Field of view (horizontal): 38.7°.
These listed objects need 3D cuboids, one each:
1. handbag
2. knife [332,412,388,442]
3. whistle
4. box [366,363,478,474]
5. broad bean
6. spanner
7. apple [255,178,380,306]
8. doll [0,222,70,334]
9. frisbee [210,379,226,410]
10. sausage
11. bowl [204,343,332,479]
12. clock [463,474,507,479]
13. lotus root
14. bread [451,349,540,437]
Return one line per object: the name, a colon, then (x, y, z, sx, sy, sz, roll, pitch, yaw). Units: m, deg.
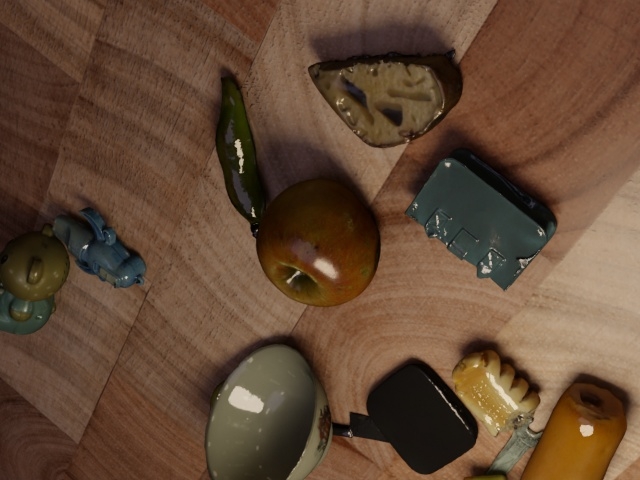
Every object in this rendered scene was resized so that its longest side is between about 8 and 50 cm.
handbag: (0.276, -0.034, 1.584, 0.229, 0.062, 0.179, 38, 130, 9)
knife: (0.090, 0.398, 1.940, 0.230, 0.028, 0.060, 3, 107, 27)
whistle: (-0.501, 0.026, 2.067, 0.269, 0.093, 0.180, 36, 135, 18)
box: (0.201, 0.360, 1.838, 0.212, 0.042, 0.201, 49, 127, 2)
broad bean: (-0.158, -0.150, 1.779, 0.077, 0.061, 0.339, -2, 114, 24)
spanner: (0.354, 0.453, 1.811, 0.071, 0.017, 0.302, 35, 127, 11)
apple: (0.000, 0.000, 1.692, 0.237, 0.207, 0.237, 21, 142, 18)
doll: (-0.687, 0.094, 2.152, 0.162, 0.177, 0.260, 18, 130, -16)
frisbee: (-0.158, 0.422, 2.102, 0.236, 0.017, 0.236, 13, 120, 24)
sausage: (0.452, 0.418, 1.678, 0.134, 0.116, 0.353, 18, 126, 11)
bowl: (-0.078, 0.400, 1.919, 0.337, 0.337, 0.158, -26, 140, 37)
clock: (0.332, 0.571, 1.787, 0.096, 0.143, 0.202, -9, 118, 12)
lotus root: (0.115, -0.243, 1.563, 0.261, 0.074, 0.170, -4, 115, 33)
bread: (0.327, 0.281, 1.695, 0.177, 0.084, 0.119, 49, 127, 1)
